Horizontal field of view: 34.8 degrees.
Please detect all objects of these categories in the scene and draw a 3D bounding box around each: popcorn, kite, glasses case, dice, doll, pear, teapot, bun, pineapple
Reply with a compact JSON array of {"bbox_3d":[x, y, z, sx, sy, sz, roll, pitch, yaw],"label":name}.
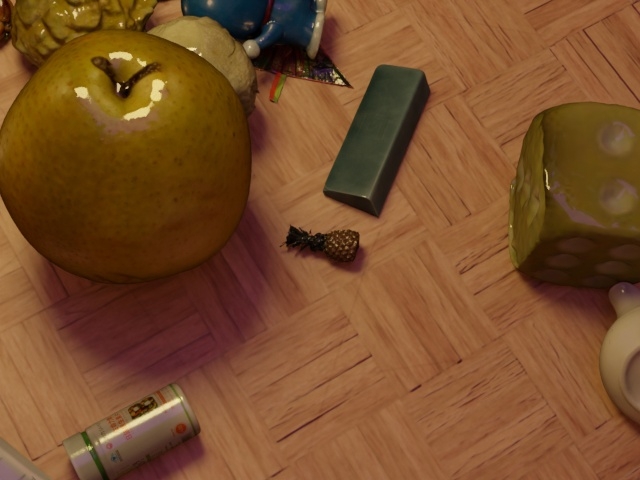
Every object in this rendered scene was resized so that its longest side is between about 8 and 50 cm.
[{"bbox_3d":[-0.386,-0.379,1.674,0.225,0.249,0.249,16,64,-32],"label":"popcorn"},{"bbox_3d":[-0.052,-0.319,1.786,0.241,0.014,0.183,16,68,-2],"label":"kite"},{"bbox_3d":[0.100,-0.179,1.725,0.105,0.056,0.266,22,67,2],"label":"glasses case"},{"bbox_3d":[0.431,-0.066,1.620,0.226,0.238,0.233,9,68,-2],"label":"dice"},{"bbox_3d":[-0.111,-0.396,1.740,0.256,0.161,0.215,16,49,-11],"label":"doll"},{"bbox_3d":[-0.274,-0.110,1.461,0.362,0.418,0.363,1,64,-2],"label":"pear"},{"bbox_3d":[0.542,0.200,1.572,0.204,0.139,0.298,-34,90,24],"label":"teapot"},{"bbox_3d":[-0.194,-0.278,1.646,0.220,0.220,0.134,21,70,2],"label":"bun"},{"bbox_3d":[0.000,0.000,1.646,0.124,0.058,0.058,12,67,5],"label":"pineapple"}]

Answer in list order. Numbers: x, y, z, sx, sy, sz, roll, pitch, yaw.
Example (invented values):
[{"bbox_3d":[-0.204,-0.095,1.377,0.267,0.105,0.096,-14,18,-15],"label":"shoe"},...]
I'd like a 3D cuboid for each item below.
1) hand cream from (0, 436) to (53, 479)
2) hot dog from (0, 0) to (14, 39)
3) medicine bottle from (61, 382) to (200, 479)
[{"bbox_3d":[-0.480,0.308,1.463,0.255,0.048,0.079,40,68,9],"label":"hand cream"},{"bbox_3d":[-0.627,-0.421,1.730,0.250,0.076,0.104,29,87,9],"label":"hot dog"},{"bbox_3d":[-0.272,0.284,1.478,0.183,0.086,0.086,-27,74,-17],"label":"medicine bottle"}]
